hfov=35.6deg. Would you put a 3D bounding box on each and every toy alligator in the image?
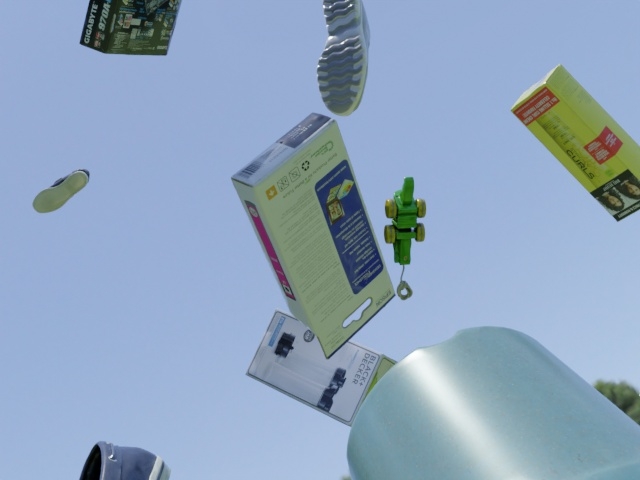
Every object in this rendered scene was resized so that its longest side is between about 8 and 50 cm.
[{"bbox_3d":[0.121,-0.008,1.468,0.056,0.051,0.190,-3,-68,-8],"label":"toy alligator"}]

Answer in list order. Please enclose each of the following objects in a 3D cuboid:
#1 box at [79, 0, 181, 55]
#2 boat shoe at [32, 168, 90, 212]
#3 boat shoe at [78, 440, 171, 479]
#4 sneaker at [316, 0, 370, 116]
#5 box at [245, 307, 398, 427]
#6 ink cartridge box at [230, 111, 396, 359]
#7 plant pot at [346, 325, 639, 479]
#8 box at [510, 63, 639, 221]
[{"bbox_3d":[-0.290,-0.386,1.596,0.220,0.051,0.175,-29,-42,-70],"label":"box"},{"bbox_3d":[-0.489,-0.095,1.889,0.125,0.046,0.038,-35,15,12],"label":"boat shoe"},{"bbox_3d":[-0.363,0.473,1.557,0.187,0.156,0.500,-56,8,18],"label":"boat shoe"},{"bbox_3d":[0.065,-0.372,1.979,0.105,0.281,0.115,-4,-18,27],"label":"sneaker"},{"bbox_3d":[0.002,0.274,2.135,0.169,0.290,0.087,-64,-32,-7],"label":"box"},{"bbox_3d":[0.000,0.000,1.567,0.175,0.069,0.371,-41,-51,-24],"label":"ink cartridge box"},{"bbox_3d":[0.201,0.270,0.930,0.341,0.334,0.341,-11,-58,-17],"label":"plant pot"},{"bbox_3d":[0.388,-0.139,1.437,0.058,0.232,0.087,-48,6,-37],"label":"box"}]
